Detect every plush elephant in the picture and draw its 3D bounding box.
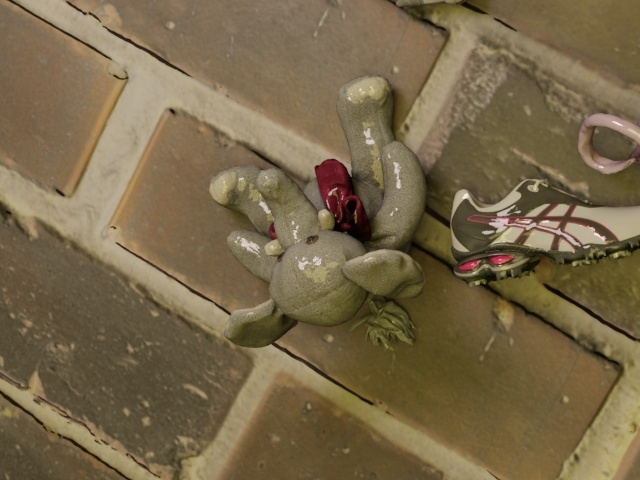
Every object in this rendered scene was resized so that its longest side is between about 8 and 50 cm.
[{"bbox_3d":[0.000,0.000,1.429,0.271,0.255,0.330,-26,88,17],"label":"plush elephant"}]

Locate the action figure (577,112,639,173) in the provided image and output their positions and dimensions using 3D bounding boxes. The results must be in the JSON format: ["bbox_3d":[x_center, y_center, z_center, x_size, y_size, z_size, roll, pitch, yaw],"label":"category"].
[{"bbox_3d":[0.475,-0.051,1.266,0.275,0.248,0.370,-25,69,0],"label":"action figure"}]

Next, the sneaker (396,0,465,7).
[{"bbox_3d":[0.100,-0.389,1.454,0.132,0.086,0.229,-7,94,19],"label":"sneaker"}]

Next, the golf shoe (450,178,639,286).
[{"bbox_3d":[0.282,-0.023,1.427,0.272,0.105,0.120,-10,85,16],"label":"golf shoe"}]
